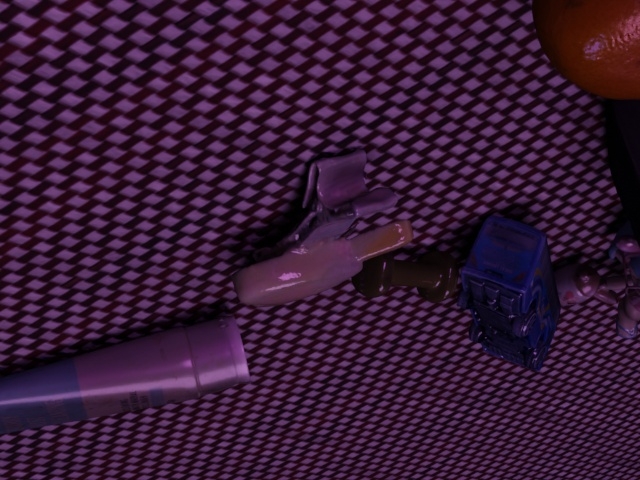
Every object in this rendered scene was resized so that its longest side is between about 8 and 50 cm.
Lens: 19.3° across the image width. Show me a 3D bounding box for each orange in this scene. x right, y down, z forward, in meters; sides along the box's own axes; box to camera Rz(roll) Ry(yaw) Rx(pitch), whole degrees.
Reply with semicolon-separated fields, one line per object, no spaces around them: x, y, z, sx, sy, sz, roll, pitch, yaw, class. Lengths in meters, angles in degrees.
0.233;-0.178;1.387;0.156;0.124;0.156;-4;143;-3;orange

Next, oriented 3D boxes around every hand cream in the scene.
-0.223;0.139;1.753;0.312;0.070;0.111;-15;159;-5;hand cream

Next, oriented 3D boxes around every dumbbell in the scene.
0.081;0.031;1.791;0.046;0.052;0.118;5;180;43;dumbbell

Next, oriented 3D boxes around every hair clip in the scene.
0.003;0.001;1.655;0.159;0.071;0.218;-10;158;-30;hair clip

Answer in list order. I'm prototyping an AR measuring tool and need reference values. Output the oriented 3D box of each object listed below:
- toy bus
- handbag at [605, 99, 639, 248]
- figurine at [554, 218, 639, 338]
0.196;0.058;1.884;0.094;0.079;0.236;-59;160;-13;toy bus
0.361;-0.063;1.673;0.181;0.181;0.254;-21;159;4;handbag
0.336;0.036;1.989;0.205;0.103;0.260;14;159;9;figurine
